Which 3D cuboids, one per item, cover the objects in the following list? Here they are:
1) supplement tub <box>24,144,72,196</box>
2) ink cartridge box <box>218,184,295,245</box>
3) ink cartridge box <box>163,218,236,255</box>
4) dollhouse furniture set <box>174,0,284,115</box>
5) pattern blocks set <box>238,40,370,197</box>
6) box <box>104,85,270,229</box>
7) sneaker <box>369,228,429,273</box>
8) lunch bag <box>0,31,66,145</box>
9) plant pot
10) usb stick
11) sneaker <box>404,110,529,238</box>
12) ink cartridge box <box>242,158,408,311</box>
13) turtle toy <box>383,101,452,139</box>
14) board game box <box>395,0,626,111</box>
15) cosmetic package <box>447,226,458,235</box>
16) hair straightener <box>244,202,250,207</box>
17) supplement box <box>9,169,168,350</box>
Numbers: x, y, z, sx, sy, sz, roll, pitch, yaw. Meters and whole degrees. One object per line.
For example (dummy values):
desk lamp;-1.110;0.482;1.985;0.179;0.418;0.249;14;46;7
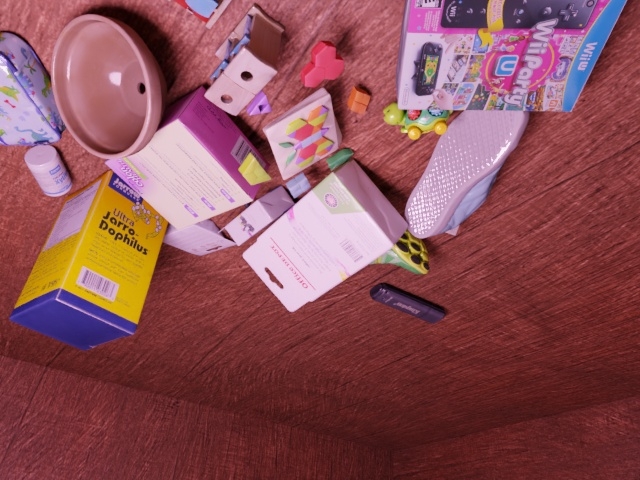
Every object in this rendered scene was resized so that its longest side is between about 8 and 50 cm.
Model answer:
supplement tub;-0.628;-0.160;1.137;0.071;0.071;0.107;5;145;-1
ink cartridge box;-0.159;-0.052;1.200;0.181;0.104;0.061;-32;95;40
ink cartridge box;-0.338;-0.014;1.354;0.145;0.045;0.179;-17;158;25
dollhouse furniture set;-0.176;-0.329;0.807;0.184;0.129;0.129;28;138;-31
pattern blocks set;-0.027;-0.199;0.933;0.285;0.026;0.325;-38;156;7
box;-0.271;-0.159;1.017;0.243;0.117;0.213;-17;129;34
sneaker;0.151;0.011;1.279;0.295;0.109;0.123;24;143;-10
lunch bag;-0.612;-0.284;0.952;0.176;0.090;0.219;1;143;9
plant pot;-0.356;-0.272;0.880;0.237;0.110;0.237;10;112;26
usb stick;0.283;0.204;1.573;0.278;0.045;0.077;24;140;-25
sneaker;0.318;-0.155;1.037;0.150;0.135;0.366;-13;150;-38
ink cartridge box;0.000;0.000;1.154;0.353;0.119;0.207;-37;95;36
turtle toy;0.186;-0.240;0.939;0.130;0.095;0.066;-8;121;15
board game box;0.286;-0.327;0.795;0.303;0.097;0.224;1;144;3
cosmetic package;0.276;-0.051;1.201;0.115;0.060;0.041;17;98;-18
hair straightener;-0.195;-0.160;1.119;0.089;0.047;0.230;4;140;16
supplement box;-0.529;0.047;1.169;0.194;0.356;0.195;-20;138;30
